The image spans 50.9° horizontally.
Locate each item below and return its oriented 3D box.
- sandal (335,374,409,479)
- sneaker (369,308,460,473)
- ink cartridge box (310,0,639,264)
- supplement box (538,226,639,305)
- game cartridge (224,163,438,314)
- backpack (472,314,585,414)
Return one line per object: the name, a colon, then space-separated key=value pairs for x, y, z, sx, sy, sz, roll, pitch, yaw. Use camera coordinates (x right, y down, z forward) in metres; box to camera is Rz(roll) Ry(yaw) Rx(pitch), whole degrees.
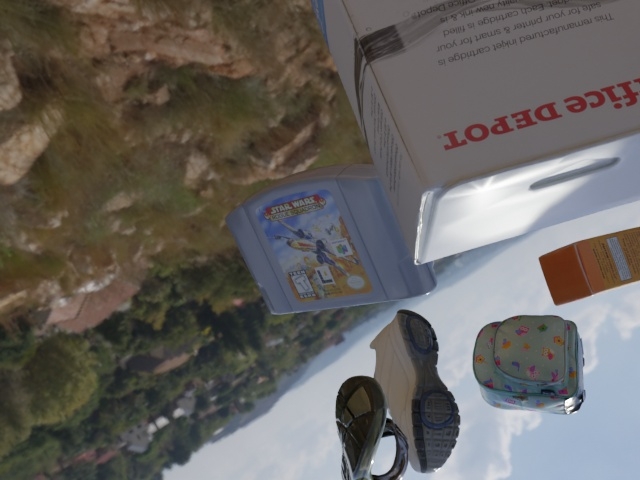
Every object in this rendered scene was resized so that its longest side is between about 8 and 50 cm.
sandal: x=0.075 y=0.292 z=0.922 sx=0.086 sy=0.120 sz=0.302 roll=-10 pitch=129 yaw=-7
sneaker: x=0.161 y=0.275 z=1.204 sx=0.111 sy=0.297 sz=0.129 roll=21 pitch=135 yaw=-28
ink cartridge box: x=0.133 y=-0.162 z=0.558 sx=0.223 sy=0.307 sz=0.129 roll=-16 pitch=154 yaw=-4
supplement box: x=0.426 y=0.028 z=0.949 sx=0.233 sy=0.080 sz=0.078 roll=-13 pitch=168 yaw=-27
game cartridge: x=0.000 y=0.000 z=0.940 sx=0.297 sy=0.198 sz=0.062 roll=-12 pitch=-157 yaw=40
backpack: x=0.368 y=0.220 z=1.212 sx=0.188 sy=0.166 sz=0.144 roll=-7 pitch=142 yaw=29
